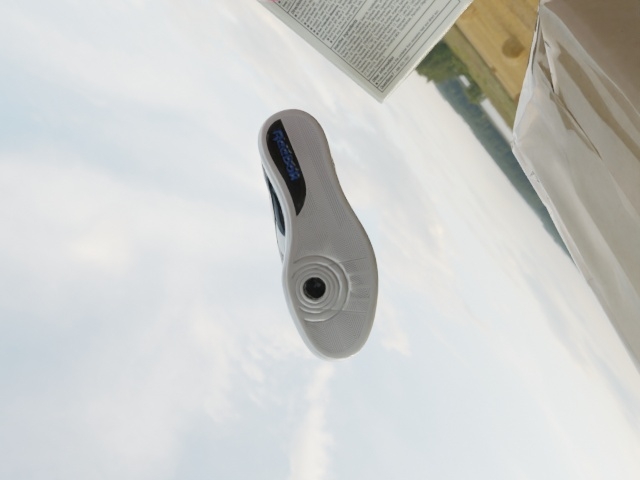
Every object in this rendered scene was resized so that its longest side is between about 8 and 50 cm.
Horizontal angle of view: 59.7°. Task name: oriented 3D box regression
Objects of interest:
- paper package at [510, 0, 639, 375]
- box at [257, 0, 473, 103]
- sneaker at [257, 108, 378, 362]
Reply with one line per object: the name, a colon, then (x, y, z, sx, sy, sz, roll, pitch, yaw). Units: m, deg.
paper package: (0.331, -0.047, 0.341, 0.168, 0.325, 0.309, 69, -179, -66)
box: (0.034, -0.287, 0.587, 0.232, 0.148, 0.126, 38, -141, -9)
sneaker: (0.000, 0.000, 0.509, 0.121, 0.079, 0.216, 84, 174, -79)
